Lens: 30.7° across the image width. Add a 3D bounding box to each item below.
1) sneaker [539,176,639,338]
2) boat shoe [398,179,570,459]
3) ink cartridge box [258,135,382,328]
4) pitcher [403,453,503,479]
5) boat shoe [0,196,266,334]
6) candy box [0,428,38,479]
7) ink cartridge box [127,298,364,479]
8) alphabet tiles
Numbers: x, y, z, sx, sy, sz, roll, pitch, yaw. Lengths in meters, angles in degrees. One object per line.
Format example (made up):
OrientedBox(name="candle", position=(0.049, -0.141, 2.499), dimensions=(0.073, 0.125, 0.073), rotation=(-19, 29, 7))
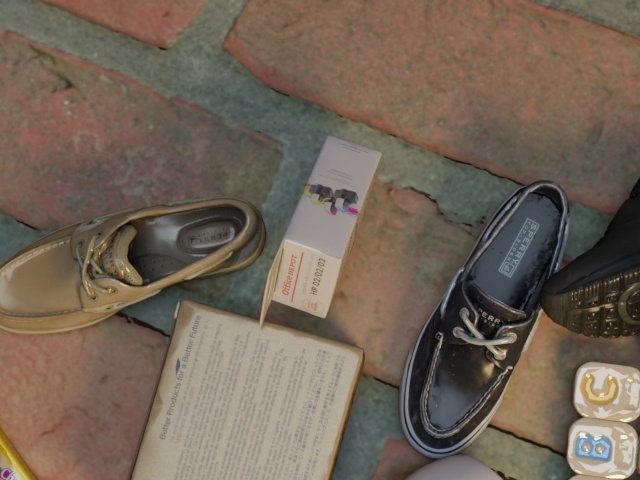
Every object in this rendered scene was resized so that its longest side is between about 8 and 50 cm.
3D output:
OrientedBox(name="sneaker", position=(0.333, 0.000, 1.158), dimensions=(0.286, 0.109, 0.130), rotation=(-22, 52, -16))
OrientedBox(name="boat shoe", position=(0.167, 0.078, 1.159), dimensions=(0.108, 0.102, 0.301), rotation=(29, 84, 6))
OrientedBox(name="ink cartridge box", position=(0.000, 0.000, 1.139), dimensions=(0.061, 0.104, 0.181), rotation=(19, 53, 5))
OrientedBox(name="pitcher", position=(0.081, 0.304, 1.126), dimensions=(0.207, 0.177, 0.125), rotation=(-44, 114, -22))
OrientedBox(name="boat shoe", position=(-0.206, 0.018, 1.187), dimensions=(0.302, 0.098, 0.109), rotation=(-15, 82, 1))
OrientedBox(name="candy box", position=(-0.325, 0.288, 1.192), dimensions=(0.105, 0.027, 0.206), rotation=(-38, 82, -4))
OrientedBox(name="ink cartridge box", position=(-0.076, 0.196, 1.162), dimensions=(0.193, 0.088, 0.235), rotation=(16, 84, 6))
OrientedBox(name="alphabet tiles", position=(0.384, 0.218, 1.149), dimensions=(0.277, 0.021, 0.284), rotation=(7, 83, 4))
